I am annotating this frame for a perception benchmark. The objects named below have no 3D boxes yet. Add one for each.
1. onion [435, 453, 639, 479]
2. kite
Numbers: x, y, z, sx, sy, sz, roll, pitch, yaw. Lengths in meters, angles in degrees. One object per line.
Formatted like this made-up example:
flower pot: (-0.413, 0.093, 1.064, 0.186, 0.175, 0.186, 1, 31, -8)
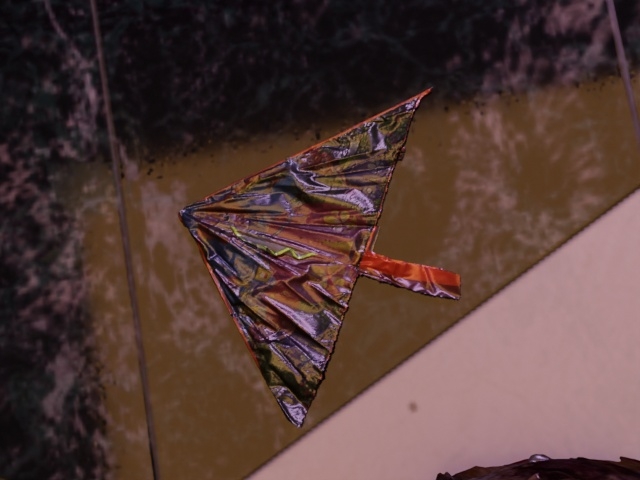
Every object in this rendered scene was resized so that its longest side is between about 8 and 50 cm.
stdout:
onion: (0.142, 0.245, 0.592, 0.314, 0.314, 0.232, 46, 122, 11)
kite: (0.000, 0.000, 0.773, 0.189, 0.009, 0.232, 17, 83, 9)
